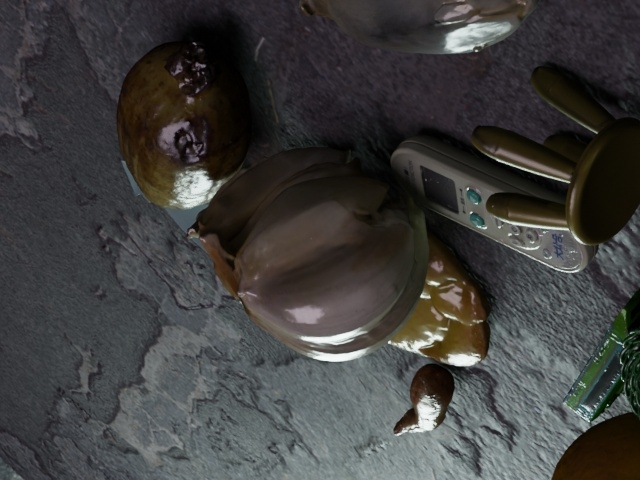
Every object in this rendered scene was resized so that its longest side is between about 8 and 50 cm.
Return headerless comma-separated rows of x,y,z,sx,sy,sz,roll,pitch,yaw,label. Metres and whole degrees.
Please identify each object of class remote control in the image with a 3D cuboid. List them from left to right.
0.160,-0.037,1.794,0.221,0.042,0.078,28,151,31,remote control

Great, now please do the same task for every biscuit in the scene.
0.074,0.049,2.041,0.260,0.041,0.203,10,139,46,biscuit

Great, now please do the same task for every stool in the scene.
0.201,-0.065,1.617,0.110,0.134,0.135,28,106,36,stool

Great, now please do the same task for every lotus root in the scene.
-0.139,-0.122,1.989,0.145,0.128,0.260,49,154,14,lotus root

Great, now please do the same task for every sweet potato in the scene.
0.117,0.184,2.180,0.050,0.050,0.214,38,159,11,sweet potato

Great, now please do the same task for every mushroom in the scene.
0.078,-0.200,1.610,0.278,0.099,0.096,5,130,56,mushroom

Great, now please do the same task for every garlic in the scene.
0.010,0.013,1.897,0.185,0.203,0.281,54,174,-17,garlic

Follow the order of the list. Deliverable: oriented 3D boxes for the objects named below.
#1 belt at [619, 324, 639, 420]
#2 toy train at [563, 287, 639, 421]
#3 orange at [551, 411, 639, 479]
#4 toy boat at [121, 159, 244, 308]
0.339,0.116,1.716,0.151,0.079,0.121,-2,108,58,belt
0.281,0.110,1.838,0.042,0.044,0.209,38,154,11,toy train
0.325,0.264,1.813,0.236,0.236,0.236,33,152,20,orange
-0.139,-0.023,2.214,0.291,0.067,0.220,26,150,36,toy boat
